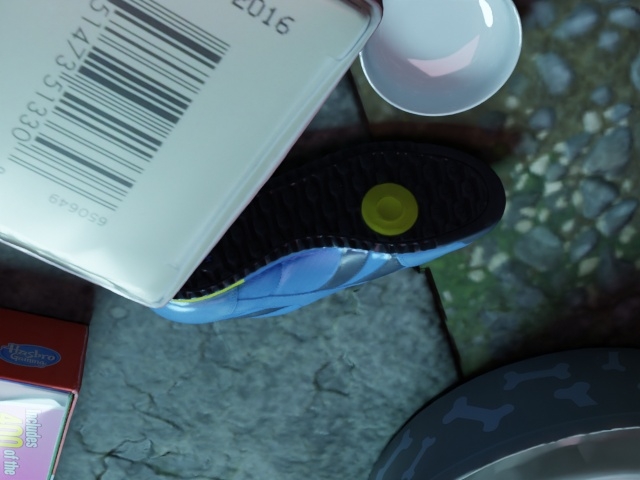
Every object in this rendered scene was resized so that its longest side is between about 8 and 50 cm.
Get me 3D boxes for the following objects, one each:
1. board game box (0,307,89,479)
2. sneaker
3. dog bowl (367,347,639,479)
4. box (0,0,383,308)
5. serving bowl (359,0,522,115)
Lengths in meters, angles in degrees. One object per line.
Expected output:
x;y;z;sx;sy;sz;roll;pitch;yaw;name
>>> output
-0.326;0.128;0.725;0.317;0.064;0.242;13;124;-13;board game box
0.000;0.000;0.663;0.209;0.069;0.082;-15;159;-3;sneaker
0.182;0.218;0.800;0.349;0.102;0.348;-2;126;-3;dog bowl
-0.075;-0.114;0.462;0.127;0.232;0.148;27;120;-21;box
0.061;-0.107;0.602;0.083;0.027;0.083;-1;126;-2;serving bowl
